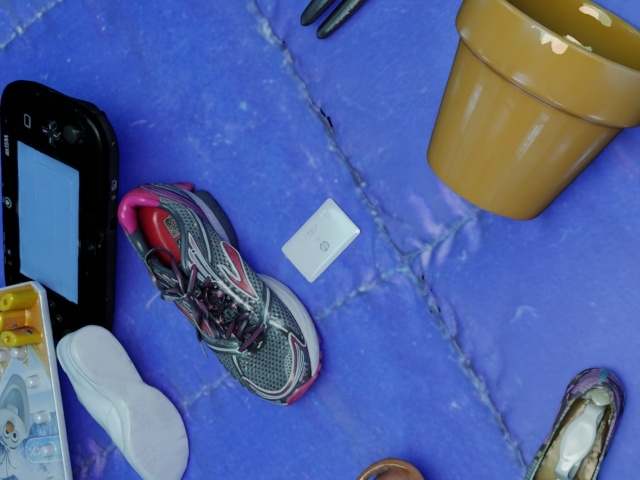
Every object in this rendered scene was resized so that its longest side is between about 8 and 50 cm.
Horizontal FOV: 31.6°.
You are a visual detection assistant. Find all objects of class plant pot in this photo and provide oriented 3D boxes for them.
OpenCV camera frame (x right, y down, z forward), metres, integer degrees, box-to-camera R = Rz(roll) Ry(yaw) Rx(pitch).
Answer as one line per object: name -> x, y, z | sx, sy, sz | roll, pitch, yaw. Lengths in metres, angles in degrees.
plant pot -> 0.200, -0.130, 1.077 | 0.205, 0.205, 0.188 | 37, 119, 19

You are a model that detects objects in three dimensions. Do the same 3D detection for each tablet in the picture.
tablet -> 0.000, 0.000, 1.250 | 0.083, 0.006, 0.054 | -47, 73, 16

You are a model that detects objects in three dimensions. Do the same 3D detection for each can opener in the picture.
can opener -> 0.050, -0.292, 1.214 | 0.059, 0.073, 0.186 | 31, 108, -19

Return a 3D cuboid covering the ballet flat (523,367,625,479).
ballet flat -> 0.239, 0.230, 1.105 | 0.077, 0.079, 0.221 | 21, 98, 21

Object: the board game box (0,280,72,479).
board game box -> -0.458, 0.269, 1.377 | 0.390, 0.050, 0.389 | -12, 85, 34

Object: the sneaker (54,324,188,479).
sneaker -> -0.233, 0.195, 1.309 | 0.094, 0.080, 0.212 | -22, 101, 48

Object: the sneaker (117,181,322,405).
sneaker -> -0.119, 0.062, 1.244 | 0.121, 0.112, 0.299 | -46, 74, 16

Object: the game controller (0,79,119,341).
game controller -> -0.302, -0.023, 1.292 | 0.167, 0.067, 0.319 | 20, 122, 21

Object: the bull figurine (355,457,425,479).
bull figurine -> 0.111, 0.376, 1.146 | 0.188, 0.101, 0.310 | -35, 77, 21
